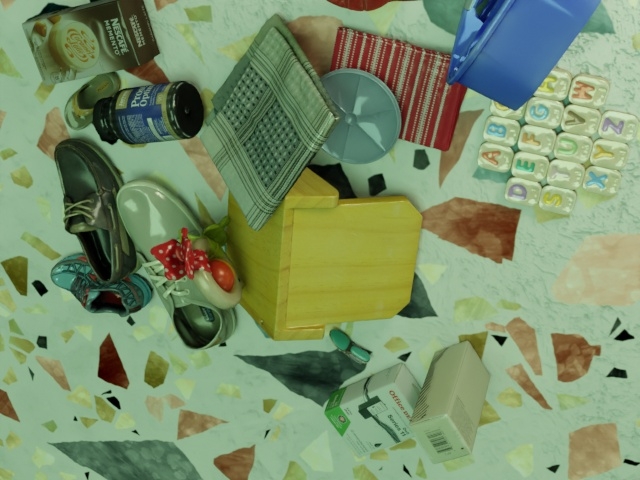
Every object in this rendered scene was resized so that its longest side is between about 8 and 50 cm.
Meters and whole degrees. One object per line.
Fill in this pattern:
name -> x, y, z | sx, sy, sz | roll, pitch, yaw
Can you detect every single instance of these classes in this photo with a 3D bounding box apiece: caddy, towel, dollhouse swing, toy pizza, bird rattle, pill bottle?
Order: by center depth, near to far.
caddy -> 0.339, -0.394, 1.539 | 0.179, 0.241, 0.341 | 31, 121, -3
towel -> 0.148, -0.299, 1.776 | 0.274, 0.031, 0.199 | 18, 122, 12
towel -> -0.115, -0.238, 1.777 | 0.312, 0.056, 0.324 | -52, 50, 32
toy pizza -> 0.066, -0.249, 1.800 | 0.201, 0.032, 0.201 | 10, 120, 17
bird rattle -> -0.232, 0.050, 1.897 | 0.143, 0.253, 0.207 | -34, 99, 8
pill bottle -> -0.369, -0.268, 1.915 | 0.219, 0.123, 0.123 | -3, 115, 25
dollhouse swing -> 0.000, 0.000, 1.964 | 0.315, 0.305, 0.347 | 41, 135, 47

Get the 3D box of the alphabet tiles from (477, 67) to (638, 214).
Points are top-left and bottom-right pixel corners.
alphabet tiles -> 0.451, -0.188, 1.731 | 0.278, 0.021, 0.284 | 15, 120, 12

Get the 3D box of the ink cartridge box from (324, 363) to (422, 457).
ink cartridge box -> 0.139, 0.399, 2.101 | 0.208, 0.087, 0.153 | -30, 104, 28

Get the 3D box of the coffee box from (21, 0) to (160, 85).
coffee box -> -0.482, -0.424, 1.892 | 0.246, 0.098, 0.141 | -7, 113, 22

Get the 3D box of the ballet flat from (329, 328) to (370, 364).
ballet flat -> 0.062, 0.251, 2.083 | 0.114, 0.041, 0.041 | 37, 122, 0

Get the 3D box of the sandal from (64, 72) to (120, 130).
sandal -> -0.514, -0.309, 1.991 | 0.180, 0.049, 0.072 | -35, 101, 30

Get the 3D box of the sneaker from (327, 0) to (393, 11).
sneaker -> 0.092, -0.476, 1.634 | 0.221, 0.128, 0.087 | -2, 121, -13

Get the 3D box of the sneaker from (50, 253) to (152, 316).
sneaker -> -0.547, 0.113, 2.174 | 0.261, 0.125, 0.104 | 14, 119, 12

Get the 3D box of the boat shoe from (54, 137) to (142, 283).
boat shoe -> -0.518, -0.062, 2.071 | 0.132, 0.130, 0.355 | -14, 110, 25

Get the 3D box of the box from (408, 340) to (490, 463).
box -> 0.279, 0.339, 1.910 | 0.094, 0.275, 0.113 | -25, 105, 28

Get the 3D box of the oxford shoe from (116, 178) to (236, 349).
oxford shoe -> -0.332, 0.065, 2.067 | 0.169, 0.130, 0.449 | -17, 109, 23
